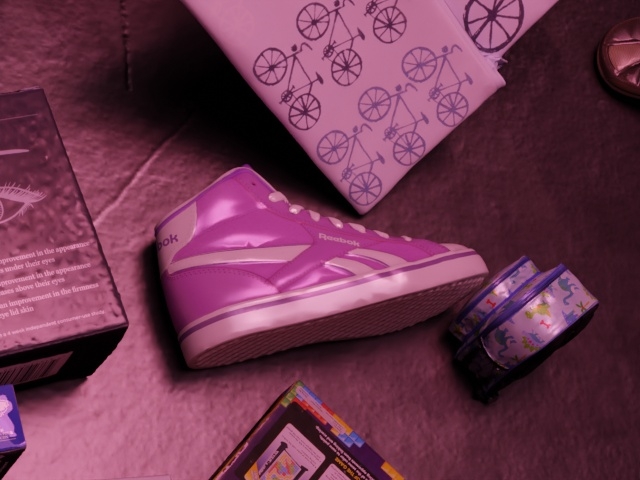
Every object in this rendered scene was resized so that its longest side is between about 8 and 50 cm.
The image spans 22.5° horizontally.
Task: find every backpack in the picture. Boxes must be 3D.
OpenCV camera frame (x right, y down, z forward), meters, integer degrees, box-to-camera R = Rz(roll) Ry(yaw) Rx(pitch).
[{"bbox_3d":[0.170,0.066,1.364,0.105,0.114,0.084,-36,85,-34],"label":"backpack"}]

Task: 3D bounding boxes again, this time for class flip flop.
[{"bbox_3d":[0.407,-0.151,1.619,0.277,0.080,0.112,11,65,-4],"label":"flip flop"}]

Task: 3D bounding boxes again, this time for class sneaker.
[{"bbox_3d":[0.000,0.000,1.325,0.282,0.102,0.161,-8,66,-29],"label":"sneaker"}]

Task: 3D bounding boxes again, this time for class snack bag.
[{"bbox_3d":[0.072,-0.232,1.321,0.342,0.037,0.323,-43,128,-4],"label":"snack bag"}]

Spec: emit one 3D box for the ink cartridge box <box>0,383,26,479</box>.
[{"bbox_3d":[-0.265,0.154,1.050,0.097,0.207,0.046,-7,69,-29],"label":"ink cartridge box"}]

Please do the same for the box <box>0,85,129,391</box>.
[{"bbox_3d":[-0.255,0.007,1.190,0.153,0.108,0.207,-12,71,-30],"label":"box"}]

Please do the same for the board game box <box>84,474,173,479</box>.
[{"bbox_3d":[-0.264,0.209,1.033,0.305,0.193,0.053,0,66,-26],"label":"board game box"}]

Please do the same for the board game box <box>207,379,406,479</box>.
[{"bbox_3d":[-0.003,0.217,1.245,0.170,0.048,0.141,44,57,-1],"label":"board game box"}]
